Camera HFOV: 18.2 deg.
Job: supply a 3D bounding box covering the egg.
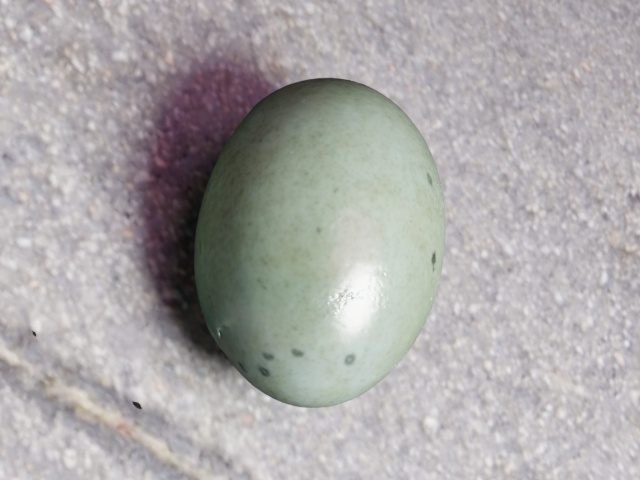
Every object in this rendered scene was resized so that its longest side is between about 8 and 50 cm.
[{"bbox_3d":[0.000,0.000,1.352,0.169,0.169,0.236,29,56,-28],"label":"egg"}]
